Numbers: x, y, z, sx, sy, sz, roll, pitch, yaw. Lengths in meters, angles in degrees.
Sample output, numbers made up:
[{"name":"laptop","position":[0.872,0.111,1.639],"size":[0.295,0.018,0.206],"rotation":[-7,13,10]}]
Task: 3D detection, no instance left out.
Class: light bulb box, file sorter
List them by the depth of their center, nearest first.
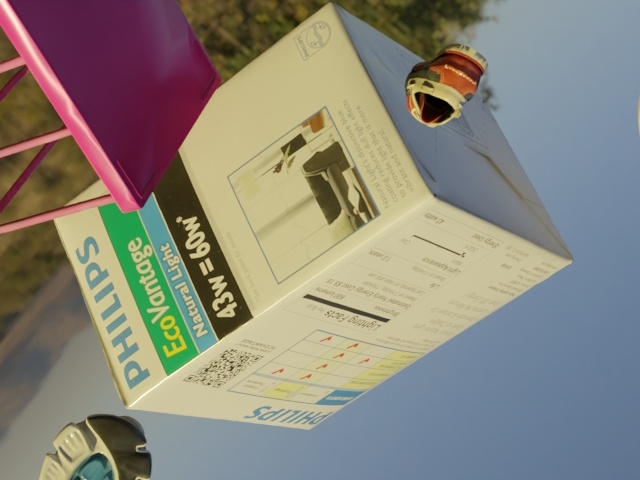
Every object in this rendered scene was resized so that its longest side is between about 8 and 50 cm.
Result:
[{"name":"file sorter","position":[-0.254,-0.177,1.124],"size":[0.182,0.291,0.202],"rotation":[-14,-149,28]},{"name":"light bulb box","position":[0.000,0.000,1.365],"size":[0.361,0.225,0.358],"rotation":[-34,155,20]}]

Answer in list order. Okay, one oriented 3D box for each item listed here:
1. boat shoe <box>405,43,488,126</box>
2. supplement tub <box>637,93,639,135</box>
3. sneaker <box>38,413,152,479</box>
[{"name":"boat shoe","position":[0.087,-0.107,1.010],"size":[0.043,0.049,0.137],"rotation":[-64,-174,-11]},{"name":"supplement tub","position":[0.481,-0.131,1.381],"size":[0.272,0.191,0.191],"rotation":[-21,179,-12]},{"name":"sneaker","position":[-0.146,0.180,0.764],"size":[0.191,0.071,0.083],"rotation":[-58,180,2]}]
